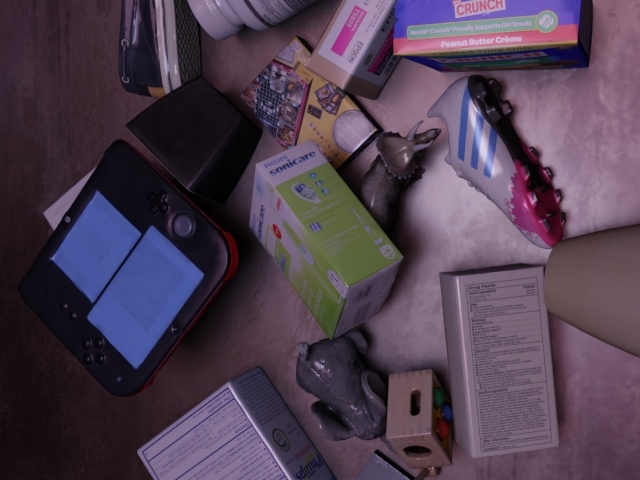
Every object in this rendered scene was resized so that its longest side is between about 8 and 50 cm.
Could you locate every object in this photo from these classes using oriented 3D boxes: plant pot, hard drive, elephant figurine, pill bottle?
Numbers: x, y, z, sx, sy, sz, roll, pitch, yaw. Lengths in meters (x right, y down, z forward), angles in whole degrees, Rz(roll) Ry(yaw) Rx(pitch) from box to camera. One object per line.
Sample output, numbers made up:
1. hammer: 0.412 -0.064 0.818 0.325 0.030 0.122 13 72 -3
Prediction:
1. plant pot: -0.226 -0.202 1.589 0.188 0.187 0.167 43 94 12
2. hard drive: 0.110 0.485 1.593 0.094 0.022 0.135 34 105 15
3. elephant figurine: 0.065 0.292 1.506 0.239 0.186 0.169 57 145 21
4. pill bottle: -0.083 -0.494 1.504 0.318 0.176 0.176 -23 86 21
5. plant pot: 0.508 0.075 1.311 0.274 0.256 0.257 8 97 35

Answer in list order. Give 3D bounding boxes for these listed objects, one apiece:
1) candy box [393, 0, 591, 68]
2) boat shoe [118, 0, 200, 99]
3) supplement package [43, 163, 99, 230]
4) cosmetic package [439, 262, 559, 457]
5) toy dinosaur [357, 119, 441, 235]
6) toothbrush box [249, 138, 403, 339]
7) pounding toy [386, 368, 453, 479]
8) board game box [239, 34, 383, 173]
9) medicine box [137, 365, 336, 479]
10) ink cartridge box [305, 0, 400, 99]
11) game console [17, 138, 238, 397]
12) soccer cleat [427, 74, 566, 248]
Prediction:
1. candy box: 0.284 -0.339 1.302 0.268 0.317 0.122 2 95 21
2. boat shoe: -0.333 -0.517 1.597 0.155 0.187 0.501 0 100 15
3. supplement package: -0.373 0.011 1.654 0.177 0.175 0.293 -36 82 18
4. cosmetic package: 0.305 0.201 1.421 0.160 0.113 0.310 -5 91 -6
5. toy dinosaur: 0.107 -0.078 1.475 0.121 0.160 0.314 29 103 17
6. toothbrush box: 0.000 0.000 1.461 0.122 0.206 0.283 -26 66 -22
7. pounding toy: 0.196 0.363 1.479 0.094 0.206 0.181 -12 47 21
8. board game box: -0.020 -0.243 1.572 0.165 0.042 0.243 -42 80 18
9. medicine box: -0.164 0.447 1.625 0.263 0.149 0.289 -38 81 19
10. ink cartridge box: 0.094 -0.372 1.438 0.088 0.193 0.235 35 106 15
11. game console: -0.363 0.059 1.530 0.342 0.060 0.387 41 104 12
12. soccer cleat: 0.303 -0.125 1.437 0.143 0.116 0.331 -30 84 41
